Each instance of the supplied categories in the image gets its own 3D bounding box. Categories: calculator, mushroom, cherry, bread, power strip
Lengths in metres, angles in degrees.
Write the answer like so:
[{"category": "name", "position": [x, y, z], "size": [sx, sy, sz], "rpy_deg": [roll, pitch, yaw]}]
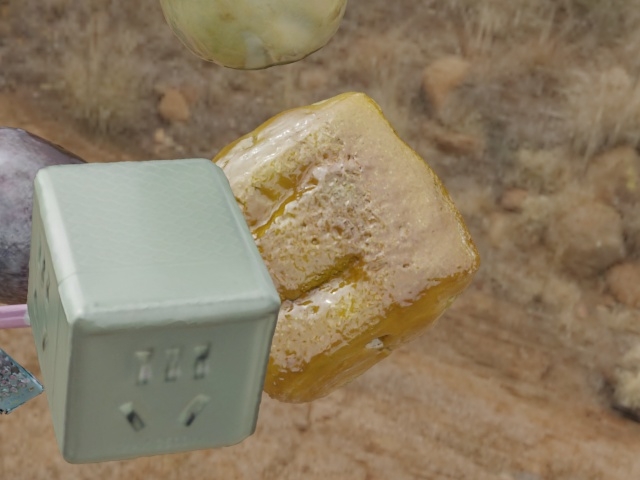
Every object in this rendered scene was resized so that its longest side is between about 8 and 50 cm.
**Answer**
[{"category": "calculator", "position": [-0.338, 0.116, 1.251], "size": [0.057, 0.172, 0.018], "rpy_deg": [-30, 45, 5]}, {"category": "mushroom", "position": [-0.046, -0.191, 0.919], "size": [0.148, 0.148, 0.112], "rpy_deg": [6, 36, -3]}, {"category": "cherry", "position": [-0.318, -0.019, 1.361], "size": [0.195, 0.195, 0.195], "rpy_deg": [5, 38, -4]}, {"category": "bread", "position": [-0.002, 0.000, 1.580], "size": [0.337, 0.328, 0.148], "rpy_deg": [59, 12, 9]}, {"category": "power strip", "position": [-0.130, 0.027, 0.906], "size": [0.139, 0.140, 0.224], "rpy_deg": [-5, 40, -20]}]

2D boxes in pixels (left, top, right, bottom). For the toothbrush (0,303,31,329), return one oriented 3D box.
[{"category": "toothbrush", "position": [-0.287, 0.062, 0.984], "size": [0.286, 0.020, 0.025], "rpy_deg": [-2, 7, -42]}]
